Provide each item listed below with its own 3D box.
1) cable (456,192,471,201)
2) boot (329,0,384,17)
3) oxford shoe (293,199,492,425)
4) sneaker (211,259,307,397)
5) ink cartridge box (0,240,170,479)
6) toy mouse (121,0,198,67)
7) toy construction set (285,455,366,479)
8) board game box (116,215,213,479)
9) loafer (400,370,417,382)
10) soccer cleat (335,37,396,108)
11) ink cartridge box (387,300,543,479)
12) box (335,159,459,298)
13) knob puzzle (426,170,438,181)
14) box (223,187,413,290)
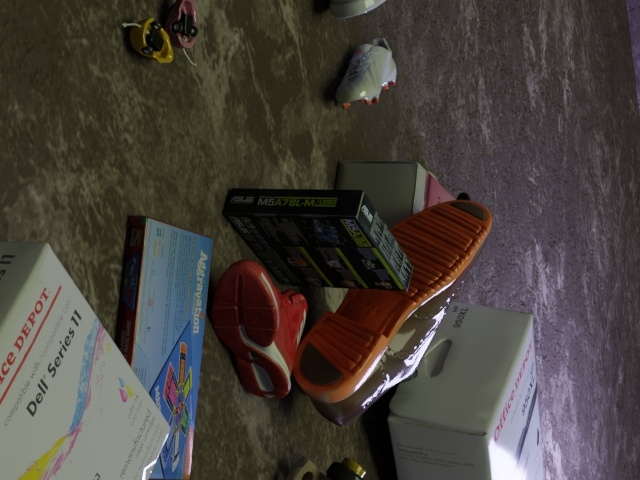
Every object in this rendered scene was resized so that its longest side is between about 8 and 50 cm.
[{"bbox_3d":[0.212,0.010,2.235,0.150,0.047,0.184,-13,117,-70],"label":"cable"},{"bbox_3d":[0.057,-0.417,1.924,0.258,0.095,0.123,-66,141,-54],"label":"boot"},{"bbox_3d":[0.106,0.093,1.824,0.363,0.130,0.132,-45,141,-17],"label":"oxford shoe"},{"bbox_3d":[-0.073,0.081,1.683,0.128,0.087,0.221,-74,164,-46],"label":"sneaker"},{"bbox_3d":[-0.280,0.141,1.184,0.353,0.119,0.207,64,36,-43],"label":"ink cartridge box"},{"bbox_3d":[-0.174,-0.260,1.495,0.161,0.031,0.143,43,53,-57],"label":"toy mouse"},{"bbox_3d":[-0.014,0.390,1.718,0.309,0.237,0.257,18,100,-44],"label":"toy construction set"},{"bbox_3d":[-0.178,0.123,1.504,0.145,0.027,0.281,21,72,-61],"label":"board game box"},{"bbox_3d":[0.067,0.170,1.947,0.267,0.096,0.084,-2,87,-62],"label":"loafer"},{"bbox_3d":[0.063,-0.243,1.958,0.196,0.068,0.076,-47,128,-64],"label":"soccer cleat"},{"bbox_3d":[0.245,0.339,2.189,0.285,0.166,0.395,-61,149,-45],"label":"ink cartridge box"},{"bbox_3d":[0.119,-0.012,2.004,0.232,0.127,0.148,35,61,-61],"label":"box"},{"bbox_3d":[0.182,-0.030,2.248,0.213,0.030,0.213,1,90,-64],"label":"knob puzzle"},{"bbox_3d":[0.000,0.000,1.690,0.190,0.184,0.045,52,44,-51],"label":"box"}]
